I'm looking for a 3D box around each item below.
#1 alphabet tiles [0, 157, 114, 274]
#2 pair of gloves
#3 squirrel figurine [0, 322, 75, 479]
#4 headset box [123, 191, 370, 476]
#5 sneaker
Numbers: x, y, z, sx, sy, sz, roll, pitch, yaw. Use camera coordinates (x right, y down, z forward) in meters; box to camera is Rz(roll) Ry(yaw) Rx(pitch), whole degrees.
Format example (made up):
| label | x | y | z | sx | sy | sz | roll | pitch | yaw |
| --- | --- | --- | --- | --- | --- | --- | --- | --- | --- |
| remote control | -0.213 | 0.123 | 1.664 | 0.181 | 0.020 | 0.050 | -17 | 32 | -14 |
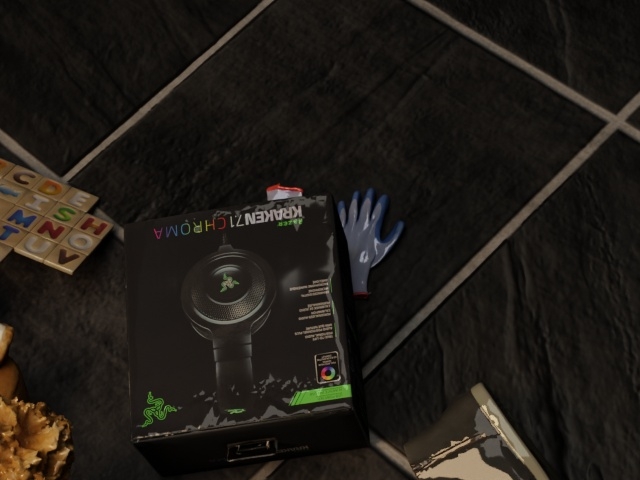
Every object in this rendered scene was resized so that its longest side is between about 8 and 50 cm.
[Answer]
| label | x | y | z | sx | sy | sz | roll | pitch | yaw |
| --- | --- | --- | --- | --- | --- | --- | --- | --- | --- |
| alphabet tiles | -0.383 | -0.033 | 1.902 | 0.237 | 0.009 | 0.198 | 22 | 34 | 8 |
| pair of gloves | 0.000 | 0.000 | 1.867 | 0.198 | 0.023 | 0.159 | 2 | 58 | 14 |
| squirrel figurine | -0.405 | 0.256 | 1.615 | 0.397 | 0.281 | 0.370 | 7 | 29 | 36 |
| headset box | -0.084 | 0.115 | 1.730 | 0.246 | 0.131 | 0.283 | -8 | 63 | 7 |
| sneaker | 0.188 | 0.269 | 1.627 | 0.118 | 0.083 | 0.222 | -39 | 63 | 9 |
